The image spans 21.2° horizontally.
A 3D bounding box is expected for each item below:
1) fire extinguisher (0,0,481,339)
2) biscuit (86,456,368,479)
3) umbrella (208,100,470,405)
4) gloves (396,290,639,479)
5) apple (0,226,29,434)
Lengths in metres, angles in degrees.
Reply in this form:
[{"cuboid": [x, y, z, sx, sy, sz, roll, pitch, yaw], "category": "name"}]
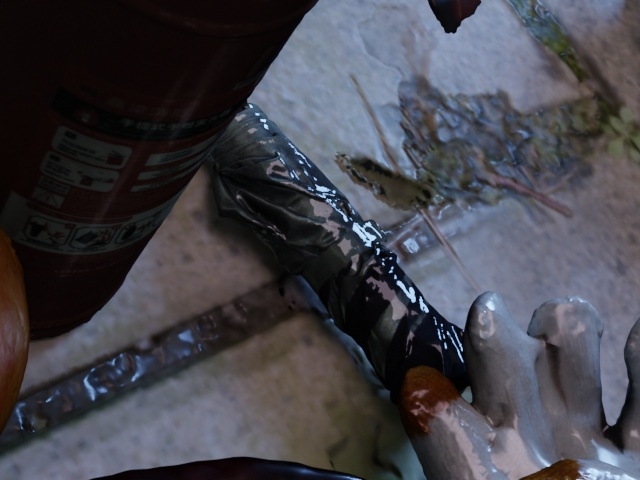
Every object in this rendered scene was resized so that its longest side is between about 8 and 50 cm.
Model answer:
[{"cuboid": [-0.050, -0.069, 0.595, 0.147, 0.337, 0.106, 47, 51, 4], "category": "fire extinguisher"}, {"cuboid": [-0.021, 0.271, 0.558, 0.407, 0.091, 0.407, 13, 57, -21], "category": "biscuit"}, {"cuboid": [0.000, 0.000, 0.767, 0.188, 0.046, 0.050, 52, 31, 10], "category": "umbrella"}, {"cuboid": [0.131, 0.117, 0.716, 0.219, 0.131, 0.140, 19, 37, 4], "category": "gloves"}, {"cuboid": [-0.171, 0.036, 0.592, 0.146, 0.146, 0.146, 14, 55, -21], "category": "apple"}]
